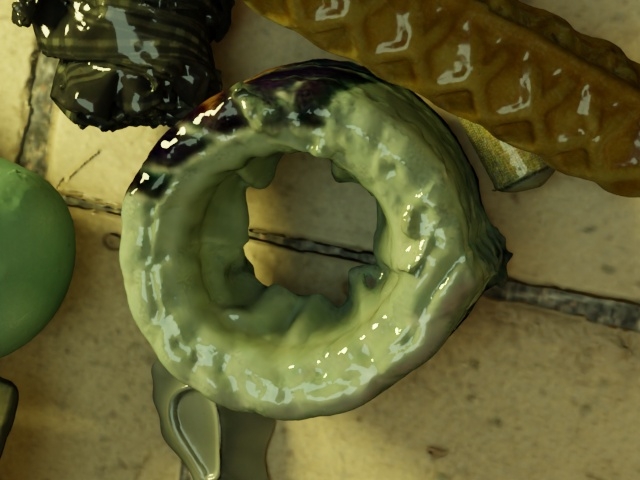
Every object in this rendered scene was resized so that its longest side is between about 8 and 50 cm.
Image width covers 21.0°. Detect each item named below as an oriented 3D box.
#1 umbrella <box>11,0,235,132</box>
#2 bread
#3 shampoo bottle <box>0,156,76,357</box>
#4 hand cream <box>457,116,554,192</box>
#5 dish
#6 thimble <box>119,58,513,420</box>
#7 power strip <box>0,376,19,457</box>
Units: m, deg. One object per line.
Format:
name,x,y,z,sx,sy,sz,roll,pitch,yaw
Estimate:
umbrella,-0.131,-0.242,1.164,0.154,0.128,0.337,3,91,23
bread,0.074,-0.126,1.032,0.367,0.084,0.077,26,126,-18
shampoo bottle,-0.335,-0.031,1.238,0.349,0.151,0.222,24,90,18
hand cream,0.095,-0.125,1.115,0.084,0.084,0.203,-27,91,20
dish,-0.078,0.136,1.210,0.091,0.039,0.137,-13,87,21
thimble,0.000,0.000,1.106,0.237,0.150,0.237,3,102,13
power strip,-0.358,0.193,1.208,0.257,0.092,0.251,12,76,10
